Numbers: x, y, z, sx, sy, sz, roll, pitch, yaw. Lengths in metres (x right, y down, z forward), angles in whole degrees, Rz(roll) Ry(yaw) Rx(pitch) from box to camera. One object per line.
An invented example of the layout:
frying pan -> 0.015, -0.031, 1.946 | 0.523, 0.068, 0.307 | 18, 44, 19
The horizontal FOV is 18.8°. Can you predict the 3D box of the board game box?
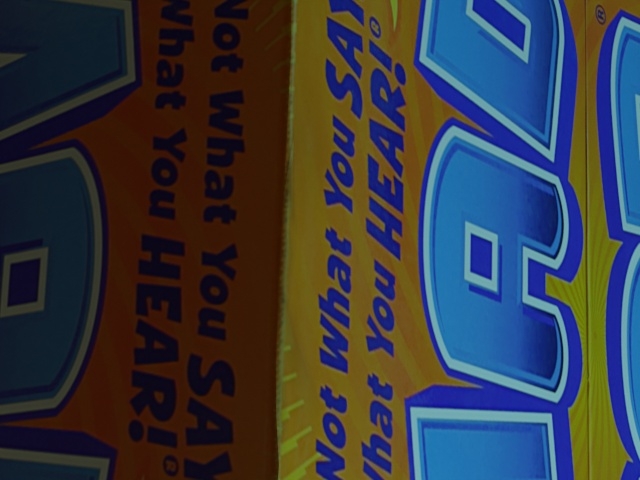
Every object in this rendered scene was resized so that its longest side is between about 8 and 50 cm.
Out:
board game box -> -0.041, 0.056, 0.812 | 0.356, 0.356, 0.356 | 21, 65, -49
